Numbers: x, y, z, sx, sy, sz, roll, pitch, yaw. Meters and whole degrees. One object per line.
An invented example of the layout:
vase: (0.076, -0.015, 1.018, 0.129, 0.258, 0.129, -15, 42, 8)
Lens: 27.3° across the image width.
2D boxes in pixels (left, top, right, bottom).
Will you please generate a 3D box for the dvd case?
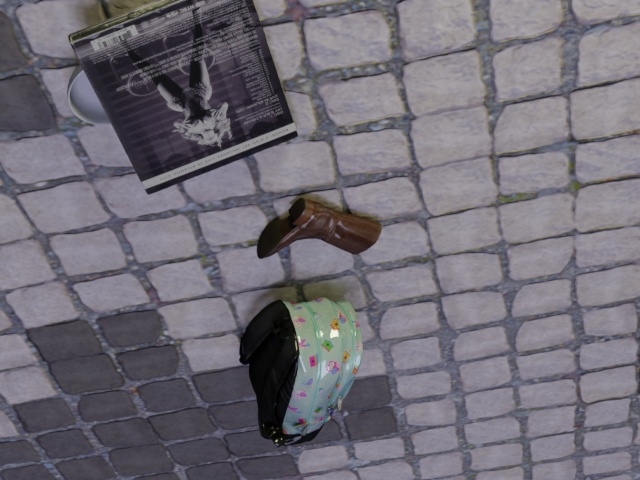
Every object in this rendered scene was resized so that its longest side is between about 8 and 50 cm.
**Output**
dvd case: (-0.121, -0.143, 1.237, 0.164, 0.018, 0.221, -22, 142, -1)

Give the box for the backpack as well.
backpack: (-0.022, 0.143, 1.580, 0.115, 0.152, 0.182, -9, 144, -25)

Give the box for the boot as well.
boot: (0.000, 0.000, 1.466, 0.114, 0.037, 0.106, 16, 141, -35)

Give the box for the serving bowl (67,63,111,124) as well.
serving bowl: (-0.198, -0.147, 1.232, 0.083, 0.027, 0.083, -14, 142, -11)
